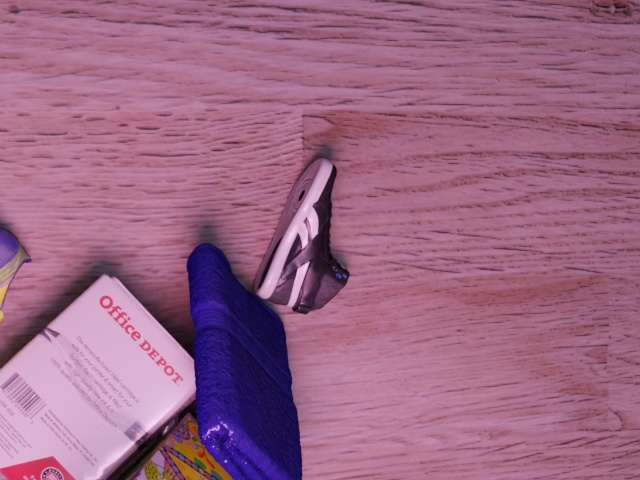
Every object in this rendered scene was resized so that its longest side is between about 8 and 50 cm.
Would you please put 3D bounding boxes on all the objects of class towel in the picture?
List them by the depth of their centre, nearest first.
[{"bbox_3d":[-0.108,0.180,1.610,0.076,0.308,0.228,-24,134,15],"label":"towel"}]

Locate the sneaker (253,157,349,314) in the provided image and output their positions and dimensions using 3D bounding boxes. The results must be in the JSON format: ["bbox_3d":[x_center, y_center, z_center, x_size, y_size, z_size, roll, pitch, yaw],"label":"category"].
[{"bbox_3d":[0.000,0.000,1.764,0.121,0.079,0.217,24,94,-20],"label":"sneaker"}]

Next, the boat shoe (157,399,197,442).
[{"bbox_3d":[-0.183,0.327,1.725,0.076,0.080,0.228,-4,87,-15],"label":"boat shoe"}]

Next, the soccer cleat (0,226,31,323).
[{"bbox_3d":[-0.468,0.117,1.602,0.121,0.093,0.289,39,72,-48],"label":"soccer cleat"}]

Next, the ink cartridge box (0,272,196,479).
[{"bbox_3d":[-0.308,0.209,1.630,0.273,0.114,0.197,-43,85,-10],"label":"ink cartridge box"}]

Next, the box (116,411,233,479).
[{"bbox_3d":[-0.236,0.409,1.543,0.290,0.279,0.177,-44,91,14],"label":"box"}]
